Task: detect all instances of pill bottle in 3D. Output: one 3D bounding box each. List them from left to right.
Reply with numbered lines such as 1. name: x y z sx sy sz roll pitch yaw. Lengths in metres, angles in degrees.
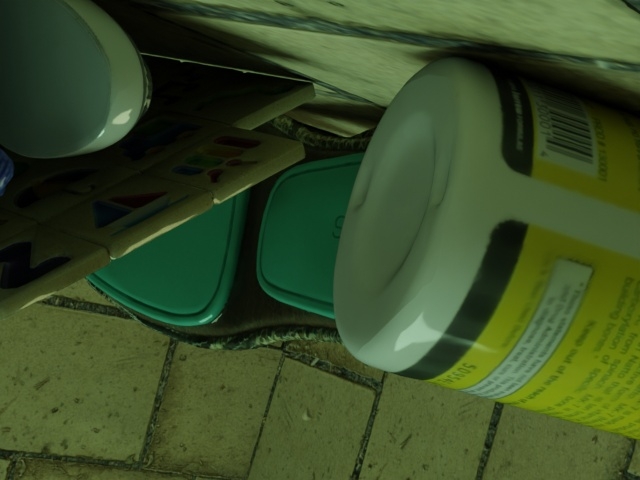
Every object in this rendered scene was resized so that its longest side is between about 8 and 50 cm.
1. pill bottle: 0.121 0.015 0.571 0.209 0.119 0.119 17 179 -16

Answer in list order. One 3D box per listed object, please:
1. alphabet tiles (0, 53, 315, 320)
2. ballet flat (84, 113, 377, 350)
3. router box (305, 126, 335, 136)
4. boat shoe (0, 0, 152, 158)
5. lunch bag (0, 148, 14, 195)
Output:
1. alphabet tiles: -0.180 -0.038 0.771 0.285 0.011 0.343 -31 -150 -33
2. ballet flat: 0.000 0.000 0.923 0.182 0.164 0.483 14 178 -37
3. router box: 0.010 -0.055 1.105 0.122 0.038 0.092 16 180 -25
4. boat shoe: -0.141 -0.087 0.710 0.076 0.080 0.228 -7 -167 -43
5. lunch bag: -0.313 0.013 0.528 0.239 0.328 0.385 47 171 -15
